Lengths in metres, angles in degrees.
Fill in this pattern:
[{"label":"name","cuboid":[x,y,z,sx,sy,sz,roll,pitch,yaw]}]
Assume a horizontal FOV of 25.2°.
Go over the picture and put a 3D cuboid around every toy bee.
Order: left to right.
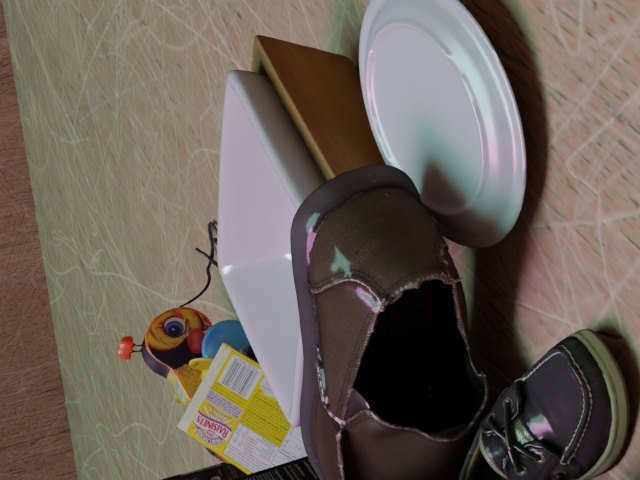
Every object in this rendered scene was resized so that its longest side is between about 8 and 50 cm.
[{"label":"toy bee","cuboid":[-0.159,0.150,1.748,0.195,0.162,0.298,95,154,-49]}]

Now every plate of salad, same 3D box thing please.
[{"label":"plate of salad","cuboid":[0.089,-0.092,1.008,0.200,0.048,0.200,45,147,40]}]

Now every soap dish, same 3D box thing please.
[{"label":"soap dish","cuboid":[0.000,0.000,1.229,0.291,0.118,0.229,98,151,-49]}]

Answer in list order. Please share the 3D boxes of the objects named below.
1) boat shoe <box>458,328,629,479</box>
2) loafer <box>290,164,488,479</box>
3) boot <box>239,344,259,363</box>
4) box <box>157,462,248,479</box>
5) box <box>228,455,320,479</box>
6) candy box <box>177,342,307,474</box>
[{"label":"boat shoe","cuboid":[0.144,0.138,0.972,0.223,0.073,0.080,104,145,-58]},{"label":"loafer","cuboid":[0.056,0.122,1.064,0.130,0.133,0.366,-124,15,-49]},{"label":"boot","cuboid":[-0.033,0.200,1.524,0.258,0.095,0.123,31,124,56]},{"label":"box","cuboid":[-0.126,0.416,1.594,0.395,0.318,0.097,-131,31,-52]},{"label":"box","cuboid":[0.035,0.291,1.237,0.261,0.184,0.103,-135,32,-58]},{"label":"candy box","cuboid":[-0.055,0.192,1.481,0.206,0.027,0.105,26,88,41]}]
